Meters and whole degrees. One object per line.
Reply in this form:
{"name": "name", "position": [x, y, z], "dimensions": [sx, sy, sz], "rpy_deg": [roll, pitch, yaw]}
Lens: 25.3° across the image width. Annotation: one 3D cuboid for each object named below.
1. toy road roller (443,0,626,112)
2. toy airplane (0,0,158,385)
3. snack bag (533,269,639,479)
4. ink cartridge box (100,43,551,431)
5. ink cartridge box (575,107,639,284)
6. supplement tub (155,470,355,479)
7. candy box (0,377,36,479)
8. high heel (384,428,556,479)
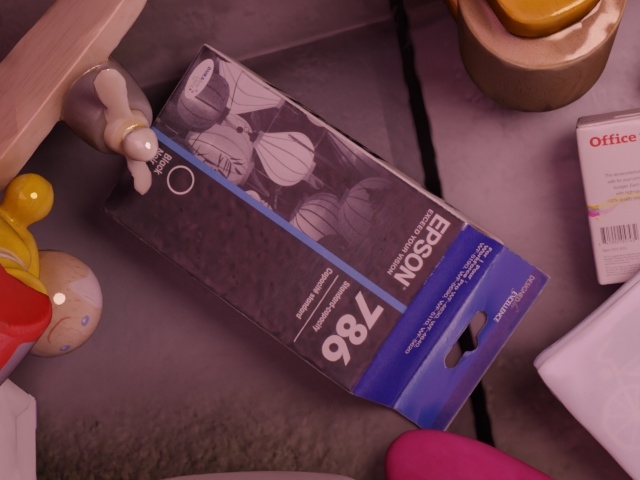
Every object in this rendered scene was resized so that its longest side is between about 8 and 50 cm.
{"name": "toy road roller", "position": [0.168, -0.284, 1.035], "dimensions": [0.240, 0.202, 0.330], "rpy_deg": [-25, 80, 2]}
{"name": "toy airplane", "position": [-0.293, -0.002, 1.109], "dimensions": [0.386, 0.272, 0.384], "rpy_deg": [-24, 42, 41]}
{"name": "snack bag", "position": [0.367, 0.108, 1.015], "dimensions": [0.342, 0.037, 0.323], "rpy_deg": [46, 101, 3]}
{"name": "ink cartridge box", "position": [0.000, 0.000, 1.134], "dimensions": [0.332, 0.065, 0.165], "rpy_deg": [34, 96, 14]}
{"name": "ink cartridge box", "position": [0.241, -0.037, 1.056], "dimensions": [0.088, 0.052, 0.122], "rpy_deg": [-7, 104, 15]}
{"name": "supplement tub", "position": [-0.052, 0.318, 1.065], "dimensions": [0.191, 0.191, 0.272], "rpy_deg": [-2, 87, 16]}
{"name": "candy box", "position": [-0.336, 0.215, 1.179], "dimensions": [0.196, 0.070, 0.165], "rpy_deg": [-18, 54, 14]}
{"name": "high heel", "position": [0.178, 0.275, 1.007], "dimensions": [0.377, 0.181, 0.127], "rpy_deg": [40, 98, 14]}
